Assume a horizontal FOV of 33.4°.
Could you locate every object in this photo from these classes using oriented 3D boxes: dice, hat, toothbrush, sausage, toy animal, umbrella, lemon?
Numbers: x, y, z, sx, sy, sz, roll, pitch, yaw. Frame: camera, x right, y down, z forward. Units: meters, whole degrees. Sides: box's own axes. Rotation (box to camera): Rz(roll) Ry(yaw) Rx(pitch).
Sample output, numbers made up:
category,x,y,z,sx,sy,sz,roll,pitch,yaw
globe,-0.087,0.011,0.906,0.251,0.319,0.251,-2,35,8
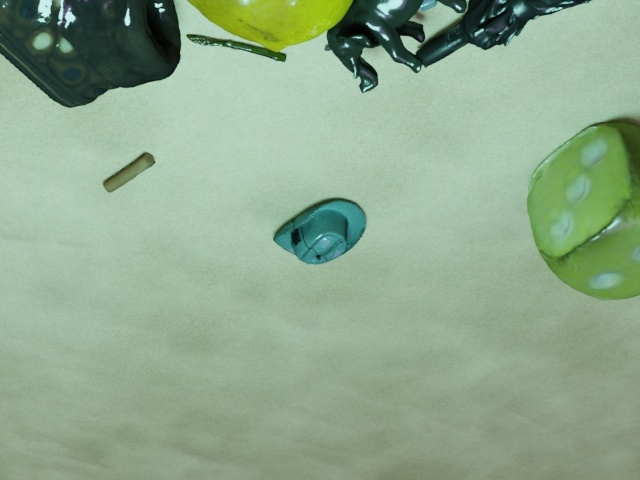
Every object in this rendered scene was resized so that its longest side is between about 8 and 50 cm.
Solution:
category,x,y,z,sx,sy,sz,roll,pitch,yaw
dice,0.528,-0.049,1.911,0.226,0.238,0.233,24,135,-32
hat,0.000,0.000,2.036,0.190,0.078,0.138,-30,139,29
toothbrush,0.092,-0.334,1.655,0.193,0.013,0.019,-21,149,18
sausage,-0.339,-0.117,1.877,0.116,0.026,0.026,-29,138,29
toy animal,0.105,-0.331,1.585,0.146,0.115,0.245,23,111,-25
umbrella,0.281,-0.351,1.602,0.340,0.118,0.118,-25,140,38
lemon,-0.073,-0.375,1.403,0.288,0.234,0.233,13,141,-41

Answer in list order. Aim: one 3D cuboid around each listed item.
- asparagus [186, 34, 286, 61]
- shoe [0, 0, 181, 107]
category,x,y,z,sx,sy,sz,roll,pitch,yaw
asparagus,-0.130,-0.301,1.666,0.162,0.016,0.016,8,160,-20
shoe,-0.342,-0.346,1.447,0.237,0.171,0.384,-16,142,17
